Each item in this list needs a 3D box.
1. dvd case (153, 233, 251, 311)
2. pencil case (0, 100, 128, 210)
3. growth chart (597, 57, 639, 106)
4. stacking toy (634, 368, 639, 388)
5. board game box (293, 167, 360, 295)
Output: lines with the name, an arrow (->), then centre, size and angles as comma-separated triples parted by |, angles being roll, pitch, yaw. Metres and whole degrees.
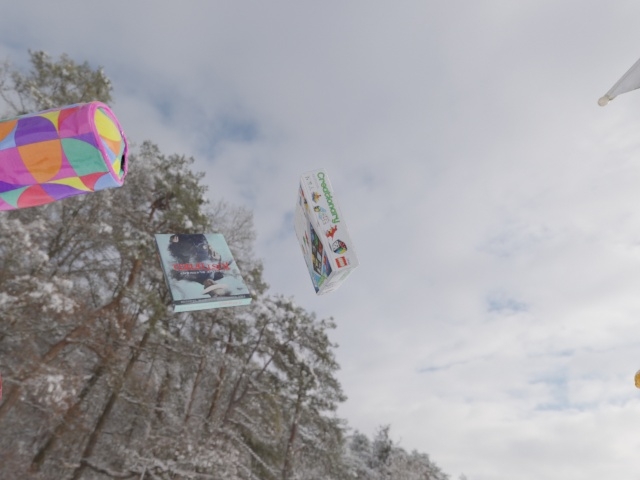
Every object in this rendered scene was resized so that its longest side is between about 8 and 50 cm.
dvd case -> -0.140, 0.033, 0.514 | 0.087, 0.119, 0.013 | -1, -49, -32
pencil case -> -0.334, -0.080, 0.475 | 0.237, 0.104, 0.104 | -13, -37, -2
growth chart -> 0.482, -0.254, 0.587 | 0.021, 0.237, 0.172 | 44, -78, -2
stacking toy -> 0.645, 0.158, 0.696 | 0.302, 0.165, 0.175 | -35, -41, 14
board game box -> 0.000, 0.000, 0.918 | 0.053, 0.192, 0.305 | -17, -12, -11
